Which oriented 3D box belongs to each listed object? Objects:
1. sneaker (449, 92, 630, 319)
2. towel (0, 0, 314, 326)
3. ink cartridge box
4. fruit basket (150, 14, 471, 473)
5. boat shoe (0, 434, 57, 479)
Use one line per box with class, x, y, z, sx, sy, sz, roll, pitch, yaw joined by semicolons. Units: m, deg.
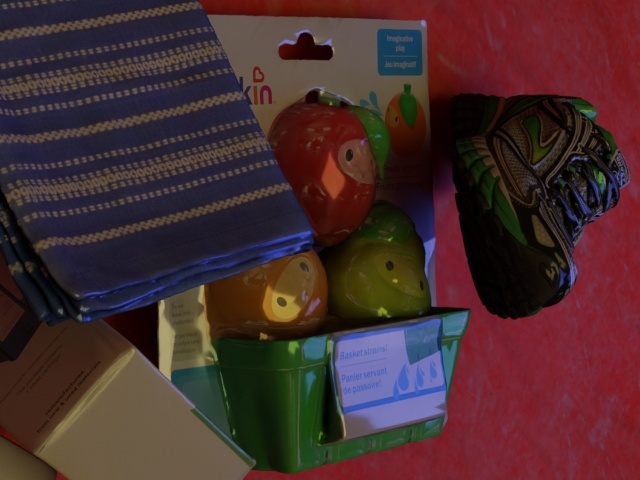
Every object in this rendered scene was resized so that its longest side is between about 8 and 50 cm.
sneaker;0.185;-0.051;1.437;0.343;0.146;0.134;-81;160;-63
towel;-0.148;-0.118;1.120;0.243;0.040;0.336;-17;78;-46
ink cartridge box;-0.167;0.097;1.145;0.093;0.212;0.154;-48;134;-8
fruit basket;0.000;0.000;1.357;0.327;0.165;0.353;-5;100;-48
boat shoe;-0.327;0.146;1.043;0.367;0.136;0.156;31;76;-45
